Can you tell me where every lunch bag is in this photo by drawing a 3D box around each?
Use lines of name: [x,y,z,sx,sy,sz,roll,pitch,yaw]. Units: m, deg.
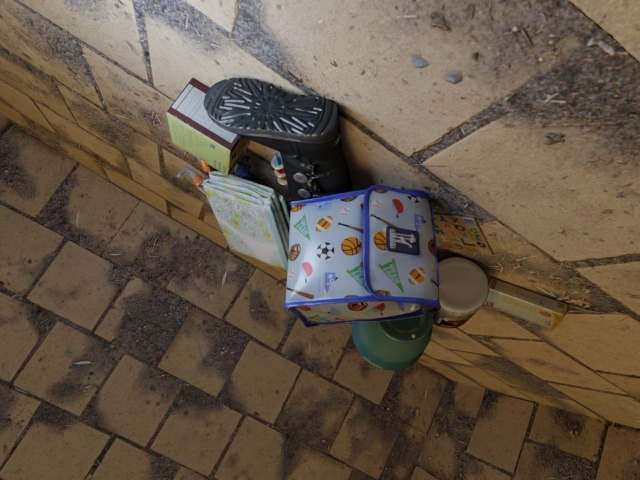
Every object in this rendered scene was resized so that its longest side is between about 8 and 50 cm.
lunch bag: [0.113,0.041,1.124,0.385,0.328,0.239,-6,154,17]

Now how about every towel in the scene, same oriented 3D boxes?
towel: [-0.235,-0.059,1.499,0.320,0.090,0.375,20,143,29]

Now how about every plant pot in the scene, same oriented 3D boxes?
plant pot: [0.255,0.276,1.406,0.271,0.272,0.255,26,157,9]

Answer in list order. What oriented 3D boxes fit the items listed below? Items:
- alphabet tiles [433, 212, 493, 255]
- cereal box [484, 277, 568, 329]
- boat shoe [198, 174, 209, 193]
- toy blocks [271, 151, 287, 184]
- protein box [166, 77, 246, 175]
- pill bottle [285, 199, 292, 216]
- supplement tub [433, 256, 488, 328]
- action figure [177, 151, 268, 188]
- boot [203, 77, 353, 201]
alphabet tiles: [0.375,-0.025,1.261,0.237,0.009,0.198,12,157,43]
cereal box: [0.675,0.213,1.411,0.240,0.047,0.173,21,162,24]
boat shoe: [-0.481,-0.221,1.943,0.228,0.080,0.076,29,163,-29]
toy blocks: [-0.097,-0.223,1.353,0.123,0.054,0.148,25,163,15]
protein box: [-0.325,-0.330,1.258,0.201,0.136,0.200,31,162,-6]
pill bottle: [-0.057,-0.073,1.542,0.162,0.162,0.278,38,161,-29]
supplement tub: [0.451,0.194,1.462,0.193,0.194,0.316,24,163,16]
action figure: [-0.343,-0.256,1.574,0.330,0.179,0.341,26,137,-16]
boot: [-0.090,-0.224,1.185,0.366,0.146,0.445,21,163,18]
